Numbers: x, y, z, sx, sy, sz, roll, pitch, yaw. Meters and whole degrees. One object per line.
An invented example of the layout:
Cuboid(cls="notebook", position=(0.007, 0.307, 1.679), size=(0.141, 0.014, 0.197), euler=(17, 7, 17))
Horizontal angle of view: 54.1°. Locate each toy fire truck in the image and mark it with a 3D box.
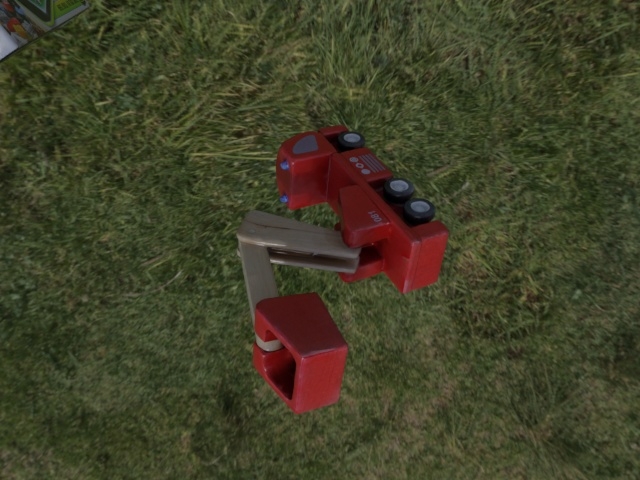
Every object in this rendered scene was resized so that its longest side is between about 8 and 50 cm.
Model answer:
Cuboid(cls="toy fire truck", position=(0.000, 0.000, 0.385), size=(0.135, 0.192, 0.047), euler=(-15, 134, -23))

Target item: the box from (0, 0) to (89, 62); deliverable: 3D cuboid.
Cuboid(cls="box", position=(-0.231, -0.190, 0.435), size=(0.036, 0.207, 0.114), euler=(-30, 117, 8))
